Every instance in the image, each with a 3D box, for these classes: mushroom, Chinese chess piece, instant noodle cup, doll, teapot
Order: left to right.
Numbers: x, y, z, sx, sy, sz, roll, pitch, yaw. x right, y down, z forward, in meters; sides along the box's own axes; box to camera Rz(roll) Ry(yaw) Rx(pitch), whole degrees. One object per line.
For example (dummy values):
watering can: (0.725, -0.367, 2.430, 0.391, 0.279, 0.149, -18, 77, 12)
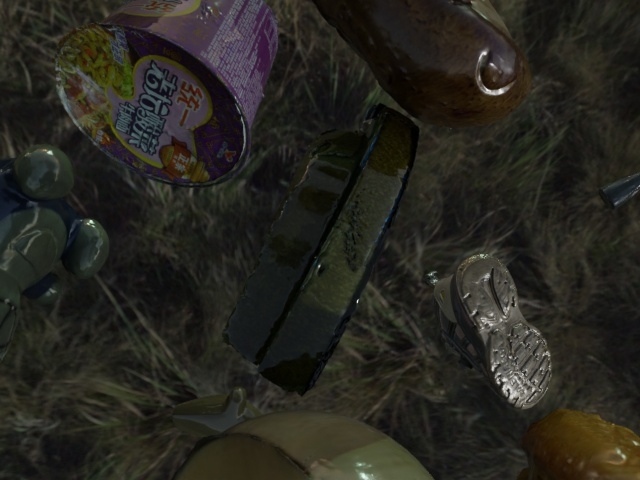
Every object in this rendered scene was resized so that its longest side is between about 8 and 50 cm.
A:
doll: (-0.336, 0.038, 0.661, 0.154, 0.228, 0.258, 20, 62, 9)
instant noodle cup: (-0.232, -0.295, 1.157, 0.340, 0.339, 0.265, 21, 55, -1)
Chinese chess piece: (-0.012, 0.242, 0.448, 0.104, 0.257, 0.257, 6, 72, -39)
mushroom: (0.074, -0.188, 0.560, 0.138, 0.194, 0.231, -28, 81, 4)
teapot: (0.515, -0.095, 1.124, 0.111, 0.043, 0.042, -32, 80, 8)

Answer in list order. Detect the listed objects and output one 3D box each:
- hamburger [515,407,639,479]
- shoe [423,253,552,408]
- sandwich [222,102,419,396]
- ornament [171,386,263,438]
hamburger: (0.263, 0.246, 0.461, 0.314, 0.290, 0.170, 23, 85, 29)
shoe: (0.176, 0.104, 0.755, 0.089, 0.092, 0.180, -33, 100, -30)
sandwich: (0.000, -0.009, 0.545, 0.079, 0.159, 0.235, 27, 86, -6)
ornament: (-0.081, 0.260, 0.738, 0.230, 0.245, 0.061, 32, 34, -15)
